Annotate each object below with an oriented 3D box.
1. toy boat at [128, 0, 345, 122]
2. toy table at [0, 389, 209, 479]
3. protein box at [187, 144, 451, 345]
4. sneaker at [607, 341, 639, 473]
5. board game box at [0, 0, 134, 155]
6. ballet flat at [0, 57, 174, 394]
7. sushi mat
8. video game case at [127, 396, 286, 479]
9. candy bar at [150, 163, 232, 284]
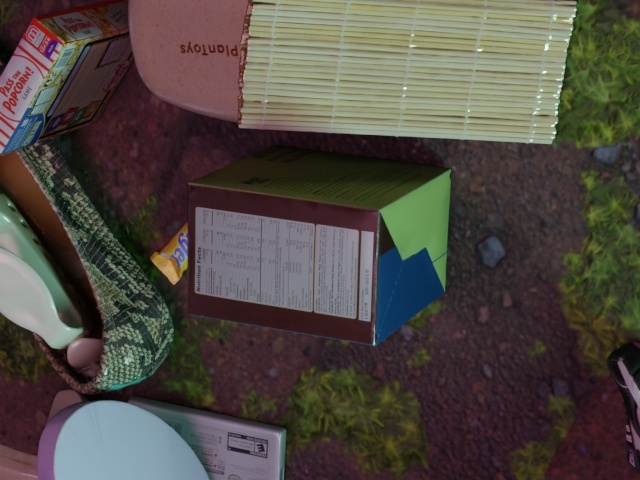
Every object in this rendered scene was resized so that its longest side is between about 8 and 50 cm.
[{"bbox_3d":[-0.065,-0.273,1.822,0.267,0.148,0.318,11,115,27],"label":"toy boat"},{"bbox_3d":[-0.252,0.277,1.971,0.161,0.252,0.274,-6,134,35],"label":"toy table"},{"bbox_3d":[0.000,0.000,1.817,0.201,0.200,0.136,9,107,22],"label":"protein box"},{"bbox_3d":[0.324,0.190,1.799,0.077,0.072,0.178,-33,83,38],"label":"sneaker"},{"bbox_3d":[-0.260,-0.172,1.893,0.045,0.193,0.147,40,115,11],"label":"board game box"},{"bbox_3d":[-0.340,-0.040,1.971,0.164,0.182,0.483,-37,87,28],"label":"ballet flat"},{"bbox_3d":[0.081,-0.172,1.750,0.316,0.019,0.151,2,109,-9],"label":"sushi mat"},{"bbox_3d":[-0.130,0.273,2.050,0.190,0.022,0.173,9,107,21],"label":"video game case"},{"bbox_3d":[-0.124,-0.019,1.971,0.040,0.018,0.161,46,117,7],"label":"candy bar"}]
